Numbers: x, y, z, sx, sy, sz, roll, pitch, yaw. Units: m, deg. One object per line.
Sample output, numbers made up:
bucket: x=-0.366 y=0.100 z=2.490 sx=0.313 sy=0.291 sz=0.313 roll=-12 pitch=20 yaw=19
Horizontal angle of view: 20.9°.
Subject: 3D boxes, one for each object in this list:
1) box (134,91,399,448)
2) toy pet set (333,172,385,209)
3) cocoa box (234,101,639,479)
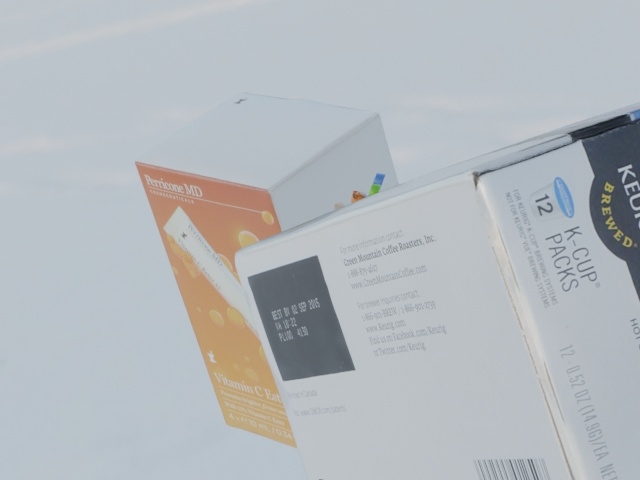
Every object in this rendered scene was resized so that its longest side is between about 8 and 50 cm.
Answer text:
box: x=-0.022 y=0.039 z=1.834 sx=0.215 sy=0.345 sz=0.168 roll=13 pitch=39 yaw=45
toy pet set: x=0.000 y=0.000 z=1.457 sx=0.065 sy=0.114 sz=0.122 roll=20 pitch=21 yaw=2
cocoa box: x=0.138 y=0.057 z=1.006 sx=0.228 sy=0.231 sz=0.347 roll=-19 pitch=0 yaw=-24
